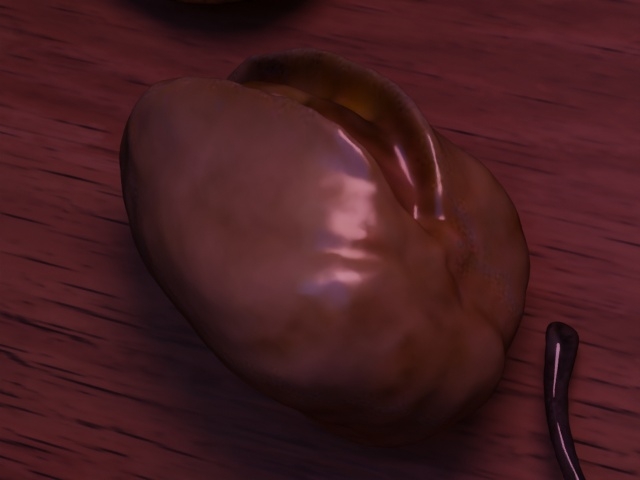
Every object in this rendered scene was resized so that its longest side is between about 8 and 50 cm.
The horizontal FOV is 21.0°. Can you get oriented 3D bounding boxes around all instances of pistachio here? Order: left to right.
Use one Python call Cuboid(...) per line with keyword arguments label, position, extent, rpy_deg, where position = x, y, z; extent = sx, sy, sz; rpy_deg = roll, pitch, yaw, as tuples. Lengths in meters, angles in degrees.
Cuboid(label="pistachio", position=(0.000, 0.000, 1.173), extent=(0.321, 0.229, 0.238), rpy_deg=(43, 127, 27))

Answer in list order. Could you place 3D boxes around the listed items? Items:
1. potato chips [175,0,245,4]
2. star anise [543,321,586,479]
Cuboid(label="potato chips", position=(-0.065, -0.255, 1.318), extent=(0.208, 0.062, 0.195), rpy_deg=(-26, 69, 12))
Cuboid(label="star anise", position=(0.324, 0.182, 1.103), extent=(0.316, 0.139, 0.359), rpy_deg=(-14, 61, 6))
